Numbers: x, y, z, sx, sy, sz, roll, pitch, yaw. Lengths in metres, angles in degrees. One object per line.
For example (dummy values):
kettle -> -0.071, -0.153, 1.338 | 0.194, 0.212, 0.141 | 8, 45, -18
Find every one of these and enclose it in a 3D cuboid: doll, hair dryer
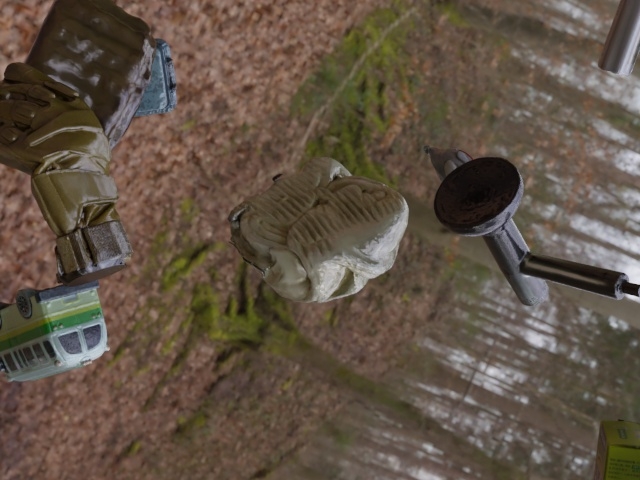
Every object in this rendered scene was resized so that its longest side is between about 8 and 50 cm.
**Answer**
doll -> 0.295, -0.135, 1.940 | 0.075, 0.227, 0.102 | -32, 147, -27
hair dryer -> 0.396, -0.003, 1.633 | 0.284, 0.320, 0.156 | -9, -133, 42

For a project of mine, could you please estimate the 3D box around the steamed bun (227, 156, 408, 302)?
steamed bun -> 0.000, 0.000, 2.078 | 0.347, 0.393, 0.238 | -83, 169, -46

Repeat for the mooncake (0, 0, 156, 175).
mooncake -> -0.391, -0.238, 1.508 | 0.324, 0.187, 0.324 | -52, -158, 31

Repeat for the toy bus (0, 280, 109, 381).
toy bus -> -0.513, 0.170, 1.741 | 0.133, 0.165, 0.276 | -15, 176, -44

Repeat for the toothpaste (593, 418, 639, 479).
toothpaste -> 0.472, 0.458, 1.502 | 0.110, 0.077, 0.328 | -39, 133, -74

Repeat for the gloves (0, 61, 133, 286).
gloves -> -0.349, -0.102, 1.250 | 0.154, 0.331, 0.141 | -15, 165, -45

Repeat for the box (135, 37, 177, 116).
box -> -0.424, -0.340, 2.012 | 0.130, 0.226, 0.162 | -120, -156, -74

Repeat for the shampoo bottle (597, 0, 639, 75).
shampoo bottle -> 0.507, -0.380, 1.503 | 0.086, 0.055, 0.228 | -31, 139, -63
